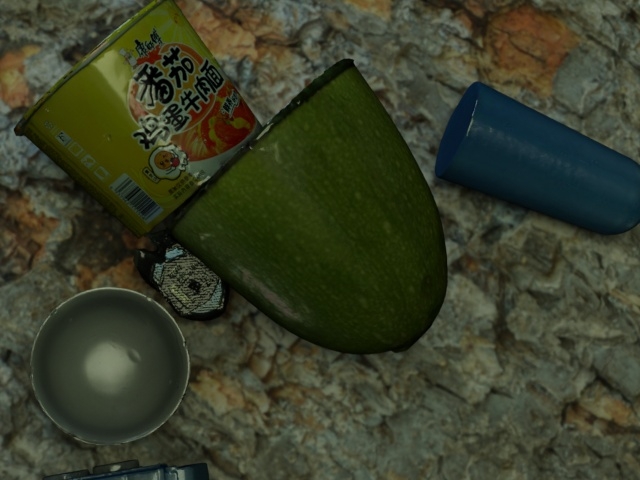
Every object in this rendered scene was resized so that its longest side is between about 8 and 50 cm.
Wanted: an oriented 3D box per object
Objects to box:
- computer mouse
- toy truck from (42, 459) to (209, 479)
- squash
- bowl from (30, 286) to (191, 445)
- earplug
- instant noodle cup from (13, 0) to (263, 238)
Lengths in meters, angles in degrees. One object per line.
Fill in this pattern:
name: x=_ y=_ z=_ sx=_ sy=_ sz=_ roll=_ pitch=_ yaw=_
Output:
computer mouse: x=-0.170 y=0.044 z=1.867 sx=0.135 sy=0.047 sz=0.079 roll=42 pitch=87 yaw=-9
toy truck: x=-0.293 y=0.333 z=1.714 sx=0.367 sy=0.175 sz=0.146 roll=-8 pitch=82 yaw=-21
squash: x=0.026 y=-0.004 z=1.785 sx=0.310 sy=0.310 sz=0.309 roll=-43 pitch=89 yaw=-14
bowl: x=-0.251 y=0.155 z=1.815 sx=0.189 sy=0.086 sz=0.189 roll=1 pitch=79 yaw=-7
earplug: x=0.296 y=-0.091 z=1.936 sx=0.273 sy=0.132 sz=0.132 roll=22 pitch=76 yaw=-8
instant noodle cup: x=-0.205 y=-0.142 z=1.807 sx=0.264 sy=0.264 sz=0.200 roll=-44 pitch=96 yaw=-14
